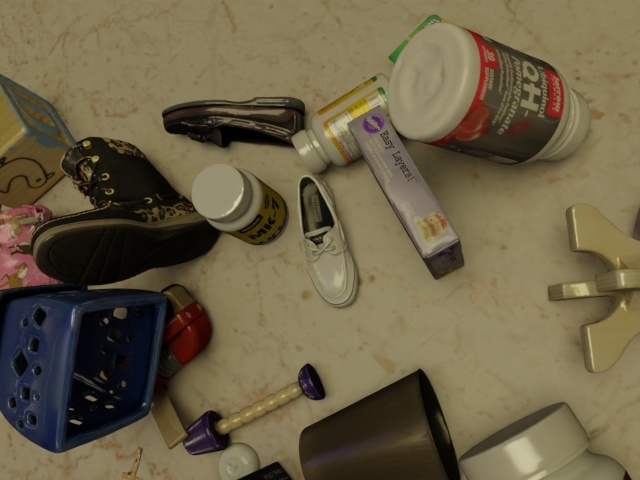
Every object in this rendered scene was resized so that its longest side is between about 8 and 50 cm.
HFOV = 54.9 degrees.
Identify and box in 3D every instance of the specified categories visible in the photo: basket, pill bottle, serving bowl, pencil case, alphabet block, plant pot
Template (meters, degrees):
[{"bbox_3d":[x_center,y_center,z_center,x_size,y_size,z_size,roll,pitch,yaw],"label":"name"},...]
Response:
[{"bbox_3d":[0.092,0.343,1.025,0.227,0.154,0.204,-20,73,15],"label":"basket"},{"bbox_3d":[0.055,-0.211,1.158,0.209,0.117,0.117,-31,73,8],"label":"pill bottle"},{"bbox_3d":[0.381,0.450,0.876,0.224,0.224,0.392,-33,72,8],"label":"pill bottle"},{"bbox_3d":[-0.147,-0.065,1.139,0.119,0.208,0.119,-3,79,16],"label":"pill bottle"},{"bbox_3d":[-0.156,0.420,1.143,0.084,0.027,0.083,-3,78,17],"label":"serving bowl"},{"bbox_3d":[-0.588,0.114,1.265,0.160,0.167,0.385,-16,73,-21],"label":"pencil case"},{"bbox_3d":[-0.680,-0.211,1.337,0.197,0.192,0.193,-40,70,7],"label":"alphabet block"},{"bbox_3d":[0.279,-0.217,0.984,0.176,0.319,0.176,-15,72,55],"label":"pill bottle"},{"bbox_3d":[-0.421,0.186,1.031,0.212,0.236,0.235,11,94,21],"label":"plant pot"}]

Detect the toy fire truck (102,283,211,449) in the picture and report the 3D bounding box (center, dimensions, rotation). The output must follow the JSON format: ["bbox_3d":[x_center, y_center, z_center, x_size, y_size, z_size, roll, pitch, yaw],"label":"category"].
[{"bbox_3d":[-0.294,0.240,1.173,0.217,0.158,0.246,-38,91,12],"label":"toy fire truck"}]

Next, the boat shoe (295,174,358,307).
[{"bbox_3d":[0.000,0.000,1.149,0.095,0.084,0.258,-22,74,11],"label":"boat shoe"}]

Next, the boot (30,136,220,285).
[{"bbox_3d":[-0.402,-0.068,1.152,0.284,0.378,0.138,44,123,24],"label":"boot"}]

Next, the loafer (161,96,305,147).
[{"bbox_3d":[-0.180,-0.228,1.240,0.303,0.109,0.095,-2,83,13],"label":"loafer"}]

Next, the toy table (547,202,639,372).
[{"bbox_3d":[0.468,0.063,0.935,0.161,0.252,0.274,-3,69,-1],"label":"toy table"}]

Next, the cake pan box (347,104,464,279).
[{"bbox_3d":[0.147,-0.073,1.037,0.070,0.246,0.266,-30,71,5],"label":"cake pan box"}]

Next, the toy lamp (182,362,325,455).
[{"bbox_3d":[-0.127,0.316,1.131,0.275,0.080,0.080,-27,73,7],"label":"toy lamp"}]

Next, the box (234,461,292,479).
[{"bbox_3d":[-0.079,0.533,0.958,0.183,0.296,0.294,-44,72,4],"label":"box"}]

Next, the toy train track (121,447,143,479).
[{"bbox_3d":[-0.367,0.449,1.207,0.048,0.014,0.083,11,82,18],"label":"toy train track"}]

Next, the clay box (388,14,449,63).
[{"bbox_3d":[0.246,-0.311,1.155,0.127,0.053,0.222,-43,70,5],"label":"clay box"}]
